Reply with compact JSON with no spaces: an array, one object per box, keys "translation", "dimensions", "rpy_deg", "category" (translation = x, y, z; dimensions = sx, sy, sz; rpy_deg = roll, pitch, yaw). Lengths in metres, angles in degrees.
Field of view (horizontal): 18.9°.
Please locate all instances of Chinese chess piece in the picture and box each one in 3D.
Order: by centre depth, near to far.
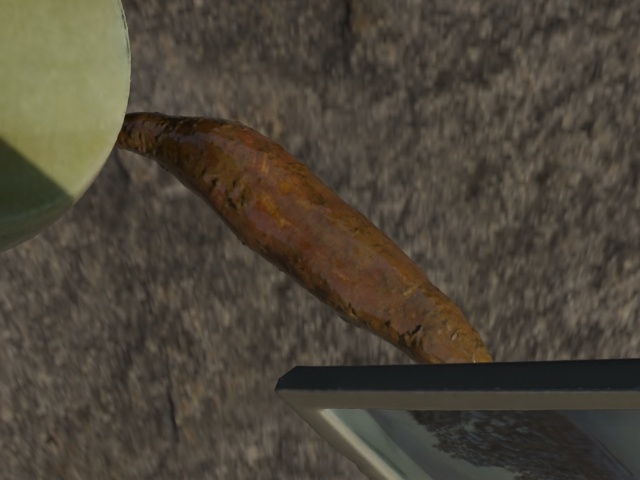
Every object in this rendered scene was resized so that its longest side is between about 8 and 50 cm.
[{"translation":[-0.210,-0.103,1.027],"dimensions":[0.238,0.092,0.238],"rpy_deg":[10,74,-37],"category":"Chinese chess piece"}]

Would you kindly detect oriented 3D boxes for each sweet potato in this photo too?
[{"translation":[0.000,0.000,1.179],"dimensions":[0.314,0.066,0.072],"rpy_deg":[38,31,14],"category":"sweet potato"}]

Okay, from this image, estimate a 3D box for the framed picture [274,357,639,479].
[{"translation":[0.141,0.132,0.812],"dimensions":[0.213,0.289,0.016],"rpy_deg":[-4,54,37],"category":"framed picture"}]
